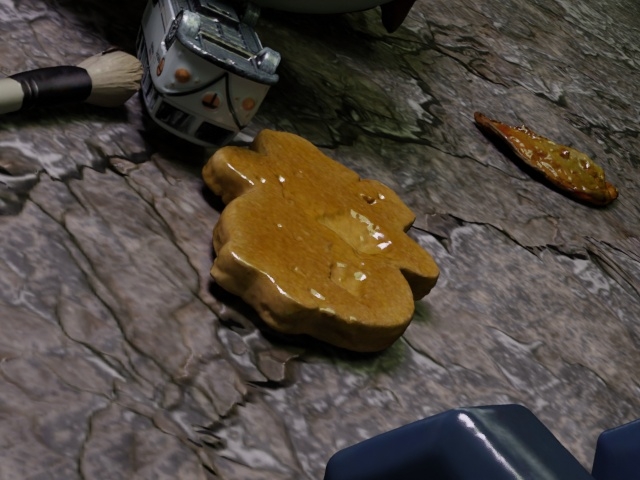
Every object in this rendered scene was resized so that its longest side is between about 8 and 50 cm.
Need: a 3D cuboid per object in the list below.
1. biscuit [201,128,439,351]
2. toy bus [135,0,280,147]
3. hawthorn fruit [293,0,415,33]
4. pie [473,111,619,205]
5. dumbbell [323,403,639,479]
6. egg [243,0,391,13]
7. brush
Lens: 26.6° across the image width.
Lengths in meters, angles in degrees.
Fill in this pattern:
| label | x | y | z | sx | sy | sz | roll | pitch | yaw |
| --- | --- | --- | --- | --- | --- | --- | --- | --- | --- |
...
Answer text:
| label | x | y | z | sx | sy | sz | roll | pitch | yaw |
| --- | --- | --- | --- | --- | --- | --- | --- | --- | --- |
| biscuit | -0.001 | 0.002 | 0.930 | 0.184 | 0.035 | 0.249 | 28 | 25 | -10 |
| toy bus | -0.090 | -0.134 | 1.006 | 0.087 | 0.089 | 0.194 | 23 | 20 | -21 |
| hawthorn fruit | 0.004 | -0.374 | 1.359 | 0.311 | 0.295 | 0.295 | 27 | 24 | -5 |
| pie | 0.249 | -0.079 | 1.415 | 0.191 | 0.033 | 0.088 | 25 | 28 | -18 |
| dumbbell | 0.144 | 0.155 | 0.682 | 0.316 | 0.143 | 0.156 | 5 | 35 | -47 |
| egg | -0.041 | -0.331 | 1.076 | 0.389 | 0.276 | 0.276 | 24 | 25 | -33 |
| brush | -0.203 | -0.093 | 0.853 | 0.039 | 0.042 | 0.299 | 63 | 29 | 3 |
